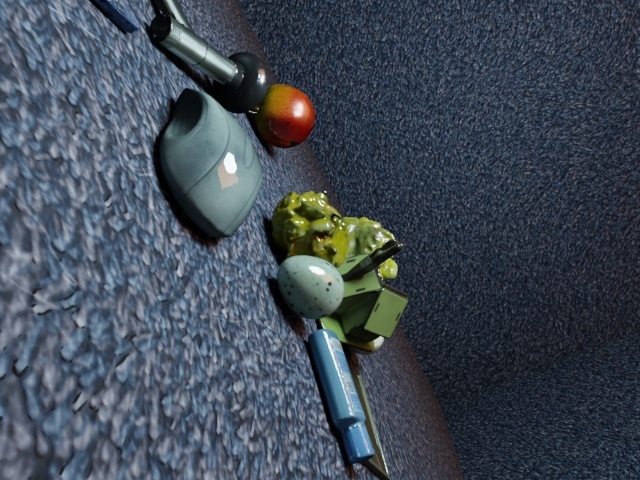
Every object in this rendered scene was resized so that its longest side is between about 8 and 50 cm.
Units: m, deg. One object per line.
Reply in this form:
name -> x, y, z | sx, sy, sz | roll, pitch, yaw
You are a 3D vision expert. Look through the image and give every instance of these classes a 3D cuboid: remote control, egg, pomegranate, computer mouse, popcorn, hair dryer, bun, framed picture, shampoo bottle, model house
remote control -> -0.352, -0.391, 0.740 | 0.152, 0.027, 0.043 | 39, 33, -66
egg -> -0.022, 0.090, 0.955 | 0.164, 0.131, 0.131 | 53, 14, -39
pomegranate -> -0.131, -0.415, 1.516 | 0.235, 0.210, 0.210 | 23, 29, -24
computer mouse -> -0.178, -0.155, 0.810 | 0.188, 0.122, 0.370 | 58, 8, -38
popcorn -> 0.114, 0.057, 1.461 | 0.237, 0.293, 0.292 | 83, -9, -52
hair dryer -> -0.276, -0.495, 1.085 | 0.320, 0.156, 0.283 | 26, 48, -62
bun -> 0.109, 0.276, 1.321 | 0.138, 0.094, 0.138 | 24, 31, -16
framed picture -> 0.087, 0.397, 1.092 | 0.213, 0.016, 0.289 | 57, 12, -42
shampoo bottle -> 0.042, 0.310, 0.928 | 0.104, 0.061, 0.258 | 52, 15, -55
model house -> 0.143, 0.124, 1.173 | 0.218, 0.279, 0.204 | 28, 31, -42
popcorn -> -0.019, -0.017, 1.102 | 0.218, 0.169, 0.189 | 46, 15, -11
